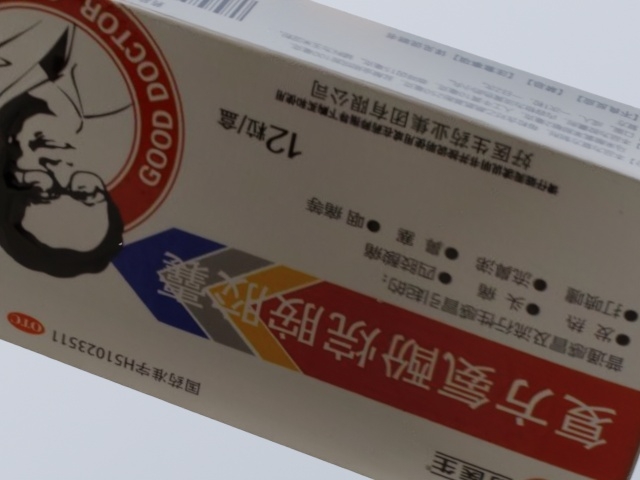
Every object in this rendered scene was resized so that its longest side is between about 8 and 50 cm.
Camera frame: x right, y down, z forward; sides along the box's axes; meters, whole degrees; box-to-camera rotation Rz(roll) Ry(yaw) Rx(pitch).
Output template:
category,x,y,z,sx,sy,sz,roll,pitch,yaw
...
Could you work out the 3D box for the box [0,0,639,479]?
category,x,y,z,sx,sy,sz,roll,pitch,yaw
box,0.000,0.000,0.921,0.353,0.069,0.214,20,-56,11
